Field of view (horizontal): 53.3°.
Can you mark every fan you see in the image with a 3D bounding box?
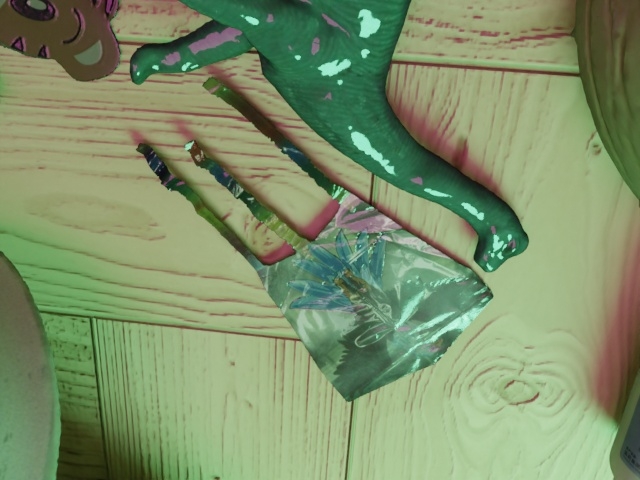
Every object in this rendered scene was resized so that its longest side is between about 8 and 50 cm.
[{"bbox_3d":[-0.247,-0.218,0.469,0.227,0.008,0.152,19,115,-2],"label":"fan"}]

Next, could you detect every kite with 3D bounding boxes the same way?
[{"bbox_3d":[0.000,-0.001,0.530,0.169,0.015,0.310,-36,107,20],"label":"kite"}]

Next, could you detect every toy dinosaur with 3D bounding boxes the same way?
[{"bbox_3d":[0.056,-0.179,0.414,0.331,0.129,0.383,14,113,-11],"label":"toy dinosaur"}]

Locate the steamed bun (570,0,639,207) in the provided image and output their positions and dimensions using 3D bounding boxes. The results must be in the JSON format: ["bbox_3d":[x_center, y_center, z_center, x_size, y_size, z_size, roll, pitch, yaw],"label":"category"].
[{"bbox_3d":[0.311,-0.135,0.312,0.334,0.233,0.311,-25,109,15],"label":"steamed bun"}]

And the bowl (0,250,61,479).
[{"bbox_3d":[-0.412,0.159,0.424,0.435,0.196,0.434,-8,70,22],"label":"bowl"}]

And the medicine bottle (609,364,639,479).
[{"bbox_3d":[0.300,0.121,0.494,0.103,0.102,0.186,8,114,4],"label":"medicine bottle"}]
